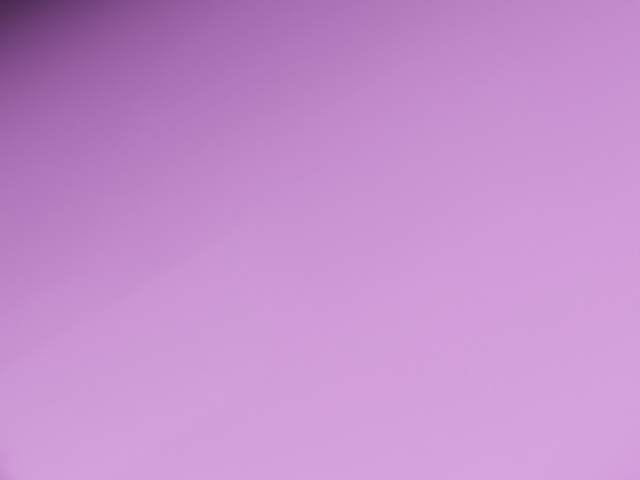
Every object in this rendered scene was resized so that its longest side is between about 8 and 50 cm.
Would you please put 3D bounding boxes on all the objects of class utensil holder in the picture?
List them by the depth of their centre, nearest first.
[{"bbox_3d":[0.000,0.000,0.594,0.385,0.327,0.327,-32,92,-15],"label":"utensil holder"}]
